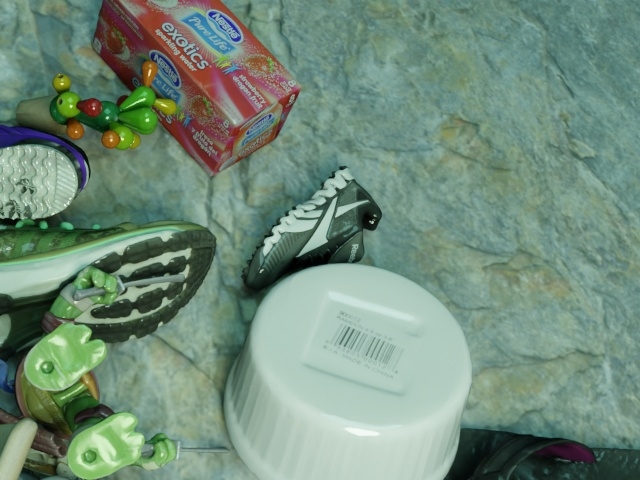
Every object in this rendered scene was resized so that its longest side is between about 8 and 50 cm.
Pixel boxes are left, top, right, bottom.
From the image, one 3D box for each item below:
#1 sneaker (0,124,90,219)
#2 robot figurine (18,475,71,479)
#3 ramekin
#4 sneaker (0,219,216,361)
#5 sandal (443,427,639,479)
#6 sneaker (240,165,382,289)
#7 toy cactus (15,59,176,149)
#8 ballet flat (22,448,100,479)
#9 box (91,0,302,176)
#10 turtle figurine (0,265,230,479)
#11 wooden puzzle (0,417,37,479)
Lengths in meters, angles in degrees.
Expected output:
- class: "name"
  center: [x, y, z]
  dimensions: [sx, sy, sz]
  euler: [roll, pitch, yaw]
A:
- class: "sneaker"
  center: [-0.405, -0.088, 1.279]
  dimensions: [0.294, 0.102, 0.146]
  euler: [8, 18, 4]
- class: "robot figurine"
  center: [-0.238, 0.356, 0.993]
  dimensions: [0.300, 0.200, 0.353]
  euler: [-44, 80, 4]
- class: "ramekin"
  center: [0.036, 0.154, 1.232]
  dimensions: [0.277, 0.135, 0.277]
  euler: [7, 44, -6]
- class: "sneaker"
  center: [-0.311, 0.019, 1.228]
  dimensions: [0.410, 0.158, 0.182]
  euler: [-11, 47, -33]
- class: "sandal"
  center: [0.278, 0.291, 1.302]
  dimensions: [0.446, 0.107, 0.167]
  euler: [3, 58, -19]
- class: "sneaker"
  center: [0.000, 0.000, 1.393]
  dimensions: [0.106, 0.078, 0.234]
  euler: [40, 51, 8]
- class: "toy cactus"
  center: [-0.285, -0.162, 1.342]
  dimensions: [0.181, 0.112, 0.219]
  euler: [3, 11, 17]
- class: "ballet flat"
  center: [-0.284, 0.230, 1.155]
  dimensions: [0.114, 0.041, 0.041]
  euler: [19, 54, -10]
- class: "box"
  center: [-0.165, -0.229, 1.442]
  dimensions: [0.128, 0.122, 0.257]
  euler: [-34, 76, -36]
- class: "turtle figurine"
  center: [-0.198, 0.128, 1.099]
  dimensions: [0.275, 0.266, 0.197]
  euler: [9, 89, -12]
- class: "wooden puzzle"
  center: [-0.411, 0.289, 0.890]
  dimensions: [0.080, 0.348, 0.322]
  euler: [47, 44, -37]
